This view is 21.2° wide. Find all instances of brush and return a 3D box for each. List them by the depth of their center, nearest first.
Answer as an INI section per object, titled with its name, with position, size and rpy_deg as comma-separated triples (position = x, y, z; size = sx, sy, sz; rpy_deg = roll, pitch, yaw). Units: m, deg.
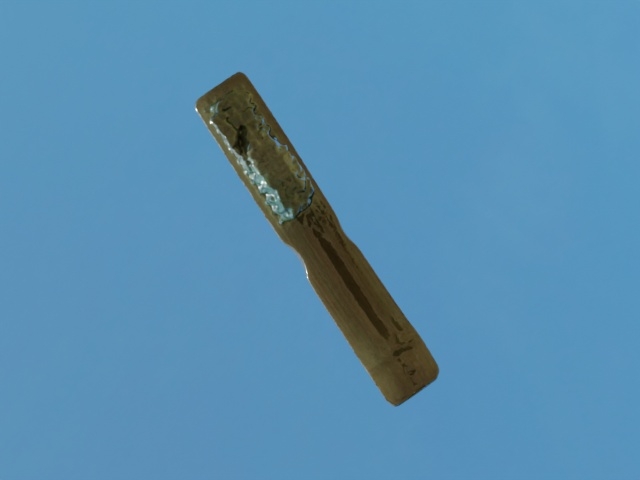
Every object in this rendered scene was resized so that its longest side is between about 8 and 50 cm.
[brush]
position = 0.000, 0.000, 0.874
size = 0.034, 0.027, 0.190
rpy_deg = -33, -85, -4
